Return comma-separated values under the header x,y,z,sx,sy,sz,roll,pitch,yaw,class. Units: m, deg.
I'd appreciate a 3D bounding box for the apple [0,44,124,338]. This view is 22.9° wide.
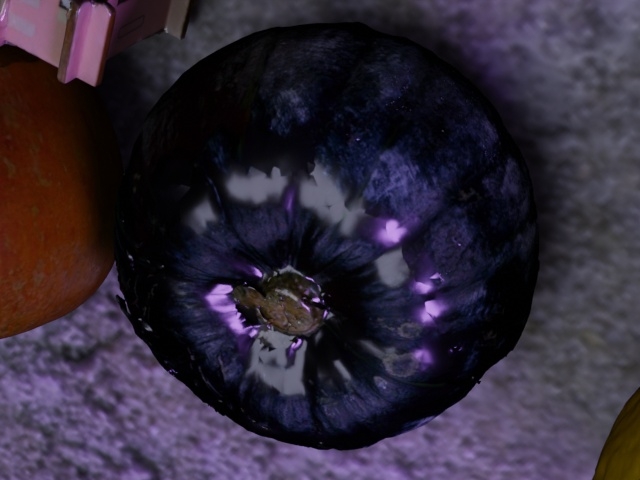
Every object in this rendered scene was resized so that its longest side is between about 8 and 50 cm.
x,y,z,sx,sy,sz,roll,pitch,yaw,class
-0.228,-0.043,0.911,0.237,0.237,0.207,-8,102,33,apple

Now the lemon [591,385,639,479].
x,y,z,sx,sy,sz,roll,pitch,yaw,class
0.262,0.145,0.682,0.297,0.297,0.297,13,118,25,lemon

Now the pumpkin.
x,y,z,sx,sy,sz,roll,pitch,yaw,class
0.000,0.000,0.837,0.233,0.163,0.233,9,122,15,pumpkin

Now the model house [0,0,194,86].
x,y,z,sx,sy,sz,roll,pitch,yaw,class
-0.210,-0.257,0.839,0.326,0.169,0.244,29,122,17,model house
